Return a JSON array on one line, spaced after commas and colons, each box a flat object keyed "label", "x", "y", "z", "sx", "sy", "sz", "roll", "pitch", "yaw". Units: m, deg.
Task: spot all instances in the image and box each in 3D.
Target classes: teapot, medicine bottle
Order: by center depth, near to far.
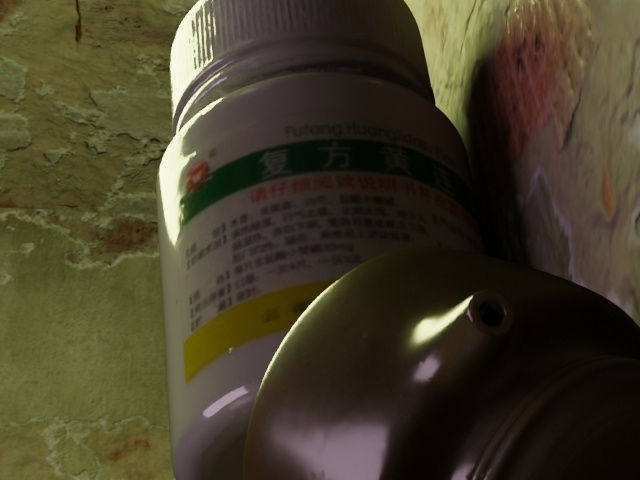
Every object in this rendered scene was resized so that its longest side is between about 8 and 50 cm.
[{"label": "teapot", "x": 0.090, "y": 0.118, "z": 0.759, "sx": 0.175, "sy": 0.185, "sz": 0.267, "roll": 22, "pitch": 146, "yaw": 49}, {"label": "medicine bottle", "x": 0.000, "y": 0.000, "z": 1.116, "sx": 0.208, "sy": 0.208, "sz": 0.339, "roll": 105, "pitch": 162, "yaw": -52}]
